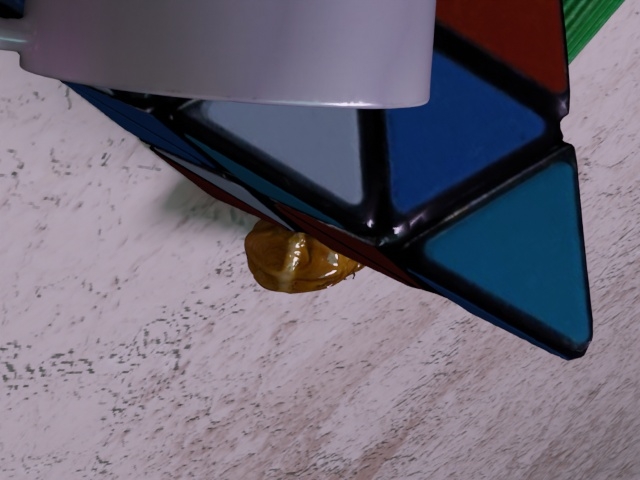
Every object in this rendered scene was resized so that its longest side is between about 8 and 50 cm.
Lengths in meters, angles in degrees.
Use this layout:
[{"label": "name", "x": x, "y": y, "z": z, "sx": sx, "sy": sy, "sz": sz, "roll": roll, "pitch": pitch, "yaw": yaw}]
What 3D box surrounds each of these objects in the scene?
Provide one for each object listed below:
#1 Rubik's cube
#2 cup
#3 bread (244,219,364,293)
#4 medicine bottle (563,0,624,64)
[{"label": "Rubik's cube", "x": 0.005, "y": -0.034, "z": 0.820, "sx": 0.284, "sy": 0.250, "sz": 0.234, "roll": -34, "pitch": 176, "yaw": -26}, {"label": "cup", "x": -0.045, "y": -0.122, "z": 0.611, "sx": 0.134, "sy": 0.174, "sz": 0.142, "roll": -47, "pitch": 142, "yaw": -78}, {"label": "bread", "x": 0.000, "y": 0.000, "z": 0.958, "sx": 0.052, "sy": 0.044, "sz": 0.157, "roll": -2, "pitch": -176, "yaw": 12}, {"label": "medicine bottle", "x": 0.150, "y": -0.172, "z": 0.889, "sx": 0.111, "sy": 0.076, "sz": 0.309, "roll": -6, "pitch": 141, "yaw": -51}]
